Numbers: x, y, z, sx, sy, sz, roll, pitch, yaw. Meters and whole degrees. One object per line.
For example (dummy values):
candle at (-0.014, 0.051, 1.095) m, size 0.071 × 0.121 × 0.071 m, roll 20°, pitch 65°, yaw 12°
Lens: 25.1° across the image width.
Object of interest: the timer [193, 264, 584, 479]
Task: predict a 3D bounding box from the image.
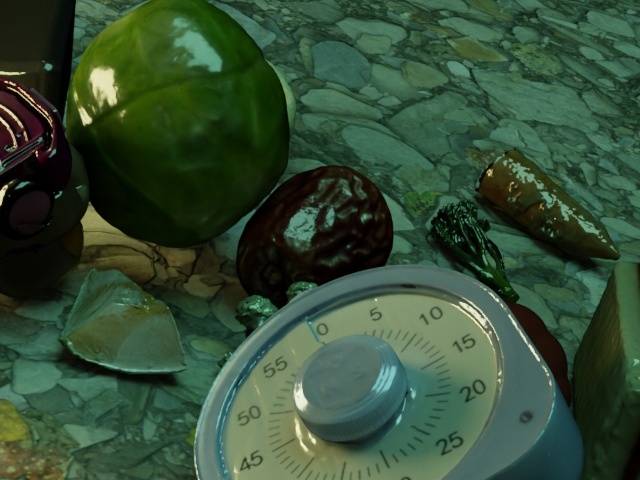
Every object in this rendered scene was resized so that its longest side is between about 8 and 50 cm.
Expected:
timer at (0.046, 0.181, 1.485) m, size 0.395 × 0.173 × 0.395 m, roll -16°, pitch 44°, yaw 16°

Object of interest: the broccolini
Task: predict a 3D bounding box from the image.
broccolini at (0.229, 0.027, 2.132) m, size 0.091 × 0.068 × 0.202 m, roll -11°, pitch 55°, yaw -20°

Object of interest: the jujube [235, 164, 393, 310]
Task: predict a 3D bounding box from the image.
jujube at (0.000, 0.000, 1.908) m, size 0.183 × 0.183 × 0.243 m, roll 27°, pitch 32°, yaw 15°

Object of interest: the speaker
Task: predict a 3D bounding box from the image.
speaker at (-0.462, -0.268, 2.118) m, size 0.184 × 0.180 × 0.388 m, roll 5°, pitch 32°, yaw -9°

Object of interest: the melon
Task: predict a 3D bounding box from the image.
melon at (-0.253, 0.094, 1.721) m, size 0.139 × 0.093 × 0.202 m, roll -20°, pitch 42°, yaw -35°

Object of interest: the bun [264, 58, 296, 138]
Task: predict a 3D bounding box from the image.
bun at (-0.161, -0.198, 2.179) m, size 0.244 × 0.153 × 0.243 m, roll 20°, pitch 45°, yaw -21°

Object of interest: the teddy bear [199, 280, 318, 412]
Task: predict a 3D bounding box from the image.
teddy bear at (-0.062, 0.156, 1.720) m, size 0.111 × 0.133 × 0.213 m, roll 52°, pitch 42°, yaw -28°

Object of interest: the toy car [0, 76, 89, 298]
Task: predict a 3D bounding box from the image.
toy car at (-0.434, -0.023, 1.712) m, size 0.341 × 0.240 × 0.271 m, roll -35°, pitch 53°, yaw -20°

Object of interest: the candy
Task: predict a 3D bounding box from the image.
candy at (0.410, 0.183, 1.833) m, size 0.135 × 0.179 × 0.320 m, roll 17°, pitch 31°, yaw -4°

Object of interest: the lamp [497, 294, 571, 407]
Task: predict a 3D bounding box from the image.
lamp at (0.182, 0.173, 1.701) m, size 0.227 × 0.227 × 0.227 m, roll 13°, pitch 31°, yaw -8°

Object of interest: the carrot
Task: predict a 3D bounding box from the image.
carrot at (0.369, -0.045, 2.263) m, size 0.263 × 0.102 × 0.102 m, roll 38°, pitch 36°, yaw 28°

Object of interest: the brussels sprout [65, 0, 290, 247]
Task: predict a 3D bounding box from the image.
brussels sprout at (-0.188, -0.135, 1.866) m, size 0.281 × 0.354 × 0.289 m, roll -29°, pitch 73°, yaw -16°
